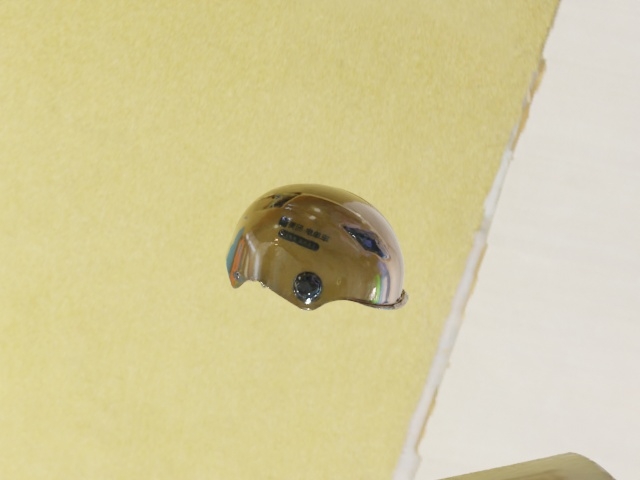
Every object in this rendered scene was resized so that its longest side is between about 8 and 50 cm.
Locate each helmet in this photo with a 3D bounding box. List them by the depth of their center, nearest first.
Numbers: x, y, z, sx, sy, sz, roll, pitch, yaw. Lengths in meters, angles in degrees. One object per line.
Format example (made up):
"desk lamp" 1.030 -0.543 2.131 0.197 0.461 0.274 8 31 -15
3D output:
"helmet" 0.000 0.000 1.208 0.225 0.198 0.130 10 106 18

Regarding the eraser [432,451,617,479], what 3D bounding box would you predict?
"eraser" 0.064 0.216 0.632 0.270 0.174 0.094 -9 105 -7
